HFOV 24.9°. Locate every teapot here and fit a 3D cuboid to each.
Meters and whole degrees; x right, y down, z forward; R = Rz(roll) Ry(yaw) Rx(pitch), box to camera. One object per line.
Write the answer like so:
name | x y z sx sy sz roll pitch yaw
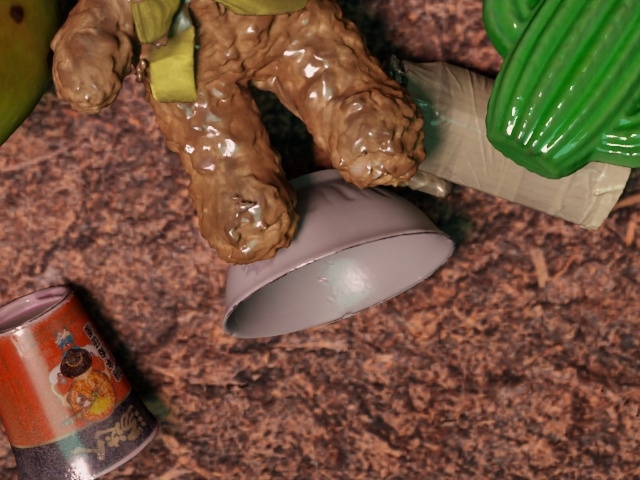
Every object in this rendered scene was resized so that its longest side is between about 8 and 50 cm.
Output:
teapot | 0.123 -0.068 1.098 0.200 0.077 0.107 19 134 -10

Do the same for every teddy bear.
teddy bear | -0.062 -0.150 0.939 0.246 0.222 0.296 -30 83 2

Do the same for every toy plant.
toy plant | 0.191 -0.159 1.023 0.154 0.088 0.240 6 79 13

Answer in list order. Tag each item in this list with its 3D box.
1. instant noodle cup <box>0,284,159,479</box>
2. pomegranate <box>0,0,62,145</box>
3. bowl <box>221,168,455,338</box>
instant noodle cup | -0.211 0.114 1.161 0.127 0.127 0.136 -20 106 8
pomegranate | -0.319 -0.141 0.986 0.286 0.231 0.231 -20 117 32
bowl | 0.000 0.000 1.102 0.189 0.189 0.086 -25 74 11
